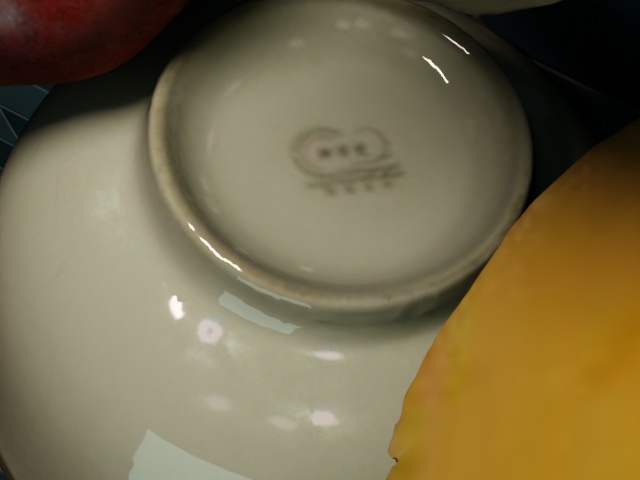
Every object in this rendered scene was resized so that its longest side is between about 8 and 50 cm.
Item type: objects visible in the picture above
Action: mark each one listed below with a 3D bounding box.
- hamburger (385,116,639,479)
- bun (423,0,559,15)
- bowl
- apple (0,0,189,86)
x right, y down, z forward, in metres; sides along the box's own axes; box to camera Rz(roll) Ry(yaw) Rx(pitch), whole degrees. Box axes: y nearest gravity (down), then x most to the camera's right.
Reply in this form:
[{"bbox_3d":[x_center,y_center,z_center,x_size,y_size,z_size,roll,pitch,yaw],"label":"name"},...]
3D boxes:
[{"bbox_3d":[0.233,0.126,0.623,0.396,0.396,0.277,13,151,49],"label":"hamburger"},{"bbox_3d":[0.010,-0.180,0.424,0.354,0.194,0.354,30,164,9],"label":"bun"},{"bbox_3d":[0.000,0.000,0.803,0.354,0.354,0.185,28,150,9],"label":"bowl"},{"bbox_3d":[-0.153,-0.175,0.738,0.234,0.234,0.234,28,165,8],"label":"apple"}]
